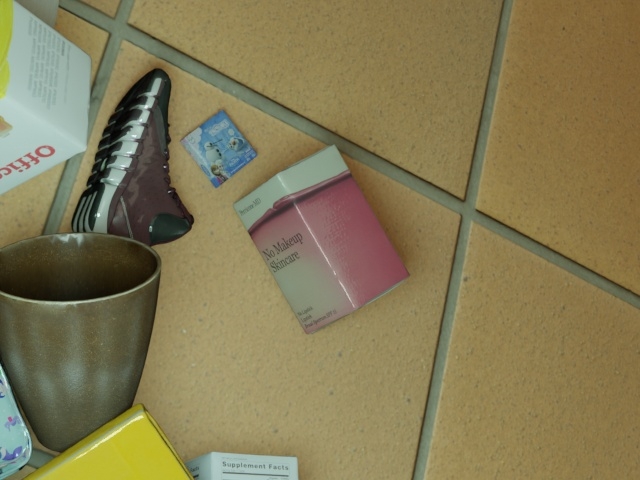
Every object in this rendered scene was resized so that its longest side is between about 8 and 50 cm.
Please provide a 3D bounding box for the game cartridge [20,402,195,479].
[{"bbox_3d":[-0.278,0.396,1.757,0.323,0.053,0.285,-32,107,-2],"label":"game cartridge"}]

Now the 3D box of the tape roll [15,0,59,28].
[{"bbox_3d":[-0.551,-0.365,1.985,0.392,0.072,0.392,13,65,-29],"label":"tape roll"}]

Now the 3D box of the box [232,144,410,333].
[{"bbox_3d":[0.000,0.000,2.156,0.127,0.148,0.232,-30,89,-36],"label":"box"}]

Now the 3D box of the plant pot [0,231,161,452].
[{"bbox_3d":[-0.299,0.135,1.767,0.215,0.215,0.230,-17,117,-36],"label":"plant pot"}]

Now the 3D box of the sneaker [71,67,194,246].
[{"bbox_3d":[-0.239,-0.096,2.078,0.162,0.106,0.281,30,68,-26],"label":"sneaker"}]

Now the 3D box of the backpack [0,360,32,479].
[{"bbox_3d":[-0.490,0.219,1.734,0.253,0.191,0.225,-19,87,-31],"label":"backpack"}]

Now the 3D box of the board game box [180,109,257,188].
[{"bbox_3d":[-0.154,-0.139,2.189,0.090,0.020,0.090,51,53,-5],"label":"board game box"}]

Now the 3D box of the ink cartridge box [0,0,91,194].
[{"bbox_3d":[-0.502,-0.203,1.737,0.384,0.279,0.160,35,42,-44],"label":"ink cartridge box"}]

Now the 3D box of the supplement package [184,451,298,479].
[{"bbox_3d":[-0.114,0.416,1.929,0.139,0.134,0.244,9,67,-30],"label":"supplement package"}]
